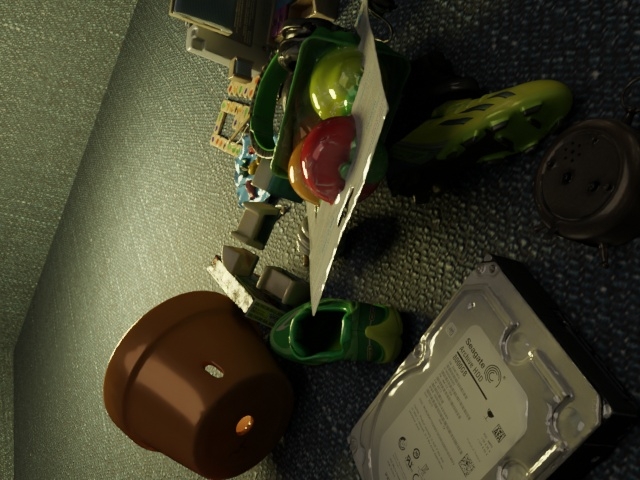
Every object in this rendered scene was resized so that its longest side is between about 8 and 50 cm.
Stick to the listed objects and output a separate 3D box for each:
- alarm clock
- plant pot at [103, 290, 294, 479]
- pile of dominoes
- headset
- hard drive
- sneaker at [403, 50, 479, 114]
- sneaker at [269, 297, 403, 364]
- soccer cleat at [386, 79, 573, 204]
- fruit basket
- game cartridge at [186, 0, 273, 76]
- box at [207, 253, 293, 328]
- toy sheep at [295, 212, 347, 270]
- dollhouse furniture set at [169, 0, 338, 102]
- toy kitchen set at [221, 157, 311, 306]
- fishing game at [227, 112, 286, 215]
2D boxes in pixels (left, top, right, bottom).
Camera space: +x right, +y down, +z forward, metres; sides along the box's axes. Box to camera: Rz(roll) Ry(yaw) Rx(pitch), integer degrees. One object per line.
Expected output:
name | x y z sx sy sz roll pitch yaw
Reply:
alarm clock | 0.289 -0.078 0.698 0.129 0.064 0.192 39 108 56
plant pot | -0.180 0.254 1.137 0.204 0.291 0.290 29 103 41
pile of dominoes | -0.199 -0.300 1.580 0.251 0.040 0.195 30 104 57
headset | -0.025 -0.293 1.159 0.394 0.185 0.243 -33 51 44
hard drive | 0.167 0.214 0.774 0.338 0.064 0.236 -57 36 27
sneaker | 0.162 -0.231 0.964 0.170 0.051 0.089 -6 76 63
sneaker | -0.002 0.129 1.017 0.296 0.124 0.109 -16 65 56
soccer cleat | 0.182 -0.143 0.861 0.289 0.094 0.121 -28 53 51
fruit basket | 0.037 -0.127 0.938 0.353 0.166 0.326 -101 23 -49
game cartridge | -0.182 -0.513 1.485 0.060 0.196 0.294 -15 66 55
box | -0.119 0.097 1.223 0.036 0.114 0.207 -58 34 4
toy sheep | 0.000 0.000 1.103 0.132 0.091 0.091 -61 34 32
dollhouse furniture set | -0.147 -0.462 1.308 0.198 0.304 0.286 -9 71 58
toy kitchen set | -0.050 -0.011 1.193 0.166 0.122 0.207 27 97 27
fishing game | -0.136 -0.145 1.392 0.189 0.041 0.263 -37 57 45
